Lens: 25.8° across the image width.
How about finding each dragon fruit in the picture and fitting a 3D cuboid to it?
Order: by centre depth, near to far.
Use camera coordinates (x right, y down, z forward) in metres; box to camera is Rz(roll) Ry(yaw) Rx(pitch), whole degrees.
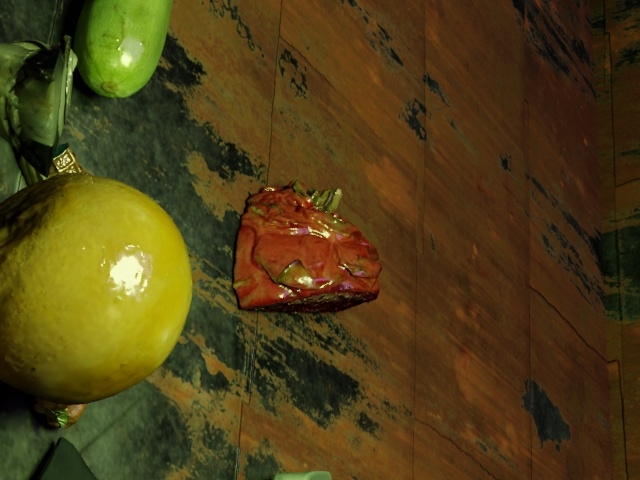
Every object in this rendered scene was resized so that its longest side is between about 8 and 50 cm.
[{"bbox_3d":[0.000,0.000,2.155,0.317,0.152,0.205,3,73,-60],"label":"dragon fruit"}]

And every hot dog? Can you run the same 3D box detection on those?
[{"bbox_3d":[-0.289,0.150,1.674,0.072,0.055,0.188,92,17,-44],"label":"hot dog"}]

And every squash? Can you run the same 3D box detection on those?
[{"bbox_3d":[-0.255,-0.341,1.899,0.118,0.118,0.371,48,38,-40],"label":"squash"}]

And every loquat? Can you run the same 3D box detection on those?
[{"bbox_3d":[-0.270,0.048,1.542,0.263,0.263,0.263,33,50,-51],"label":"loquat"}]

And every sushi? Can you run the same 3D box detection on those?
[{"bbox_3d":[-0.345,-0.185,1.610,0.273,0.109,0.134,-98,-163,-65],"label":"sushi"}]

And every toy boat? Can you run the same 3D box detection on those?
[{"bbox_3d":[-0.316,-0.071,1.719,0.172,0.066,0.065,64,28,-21],"label":"toy boat"}]

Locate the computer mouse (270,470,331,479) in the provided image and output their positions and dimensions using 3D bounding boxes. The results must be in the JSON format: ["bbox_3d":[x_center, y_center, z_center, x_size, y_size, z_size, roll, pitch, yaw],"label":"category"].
[{"bbox_3d":[-0.029,0.393,2.011,0.231,0.079,0.128,37,48,-70],"label":"computer mouse"}]

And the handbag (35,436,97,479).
[{"bbox_3d":[-0.275,0.370,1.562,0.211,0.088,0.254,59,21,-18],"label":"handbag"}]
